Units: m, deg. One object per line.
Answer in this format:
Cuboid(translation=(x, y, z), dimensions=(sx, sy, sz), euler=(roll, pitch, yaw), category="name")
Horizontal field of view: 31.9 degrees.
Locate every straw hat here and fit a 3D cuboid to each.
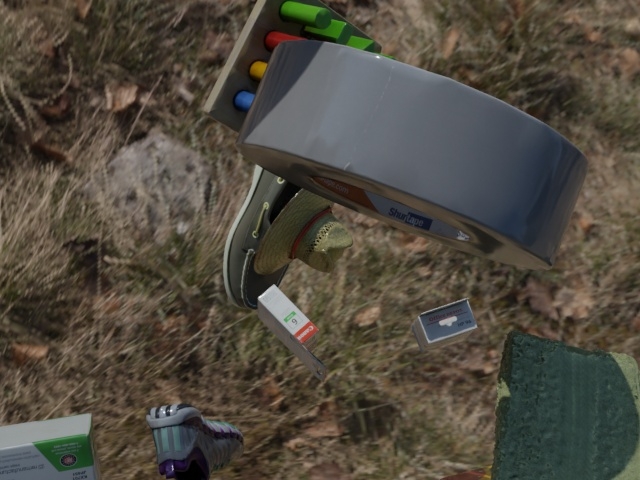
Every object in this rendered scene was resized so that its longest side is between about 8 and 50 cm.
Cuboid(translation=(0.000, 0.000, 1.157), dimensions=(0.061, 0.144, 0.144), euler=(40, 66, 15), category="straw hat")

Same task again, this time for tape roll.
Cuboid(translation=(0.058, -0.052, 0.726), dimensions=(0.219, 0.219, 0.072), euler=(23, 86, -13), category="tape roll")

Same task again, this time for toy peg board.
Cuboid(translation=(-0.008, -0.161, 1.147), dimensions=(0.161, 0.079, 0.161), euler=(28, 88, -39), category="toy peg board")

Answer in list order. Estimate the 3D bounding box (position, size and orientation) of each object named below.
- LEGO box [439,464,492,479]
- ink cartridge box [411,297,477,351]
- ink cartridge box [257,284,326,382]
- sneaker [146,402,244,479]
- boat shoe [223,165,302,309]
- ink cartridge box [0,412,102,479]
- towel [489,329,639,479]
Cuboid(translation=(0.443, 0.348, 1.322), dimensions=(0.500, 0.372, 0.193), euler=(-10, 91, -17), category="LEGO box")
Cuboid(translation=(0.113, 0.078, 1.021), dimensions=(0.048, 0.083, 0.028), euler=(-19, 78, -4), category="ink cartridge box")
Cuboid(translation=(-0.026, 0.109, 1.305), dimensions=(0.029, 0.063, 0.115), euler=(-41, 74, -18), category="ink cartridge box")
Cuboid(translation=(-0.159, 0.279, 1.430), dimensions=(0.083, 0.224, 0.098), euler=(-14, 66, 16), category="sneaker")
Cuboid(translation=(-0.070, -0.025, 1.783), dimensions=(0.109, 0.091, 0.305), euler=(10, 101, -40), category="boat shoe")
Cuboid(translation=(-0.393, 0.372, 1.629), dimensions=(0.153, 0.087, 0.208), euler=(-9, 106, -8), category="ink cartridge box")
Cuboid(translation=(0.170, 0.133, 0.772), dimensions=(0.110, 0.027, 0.148), euler=(13, 52, -3), category="towel")
